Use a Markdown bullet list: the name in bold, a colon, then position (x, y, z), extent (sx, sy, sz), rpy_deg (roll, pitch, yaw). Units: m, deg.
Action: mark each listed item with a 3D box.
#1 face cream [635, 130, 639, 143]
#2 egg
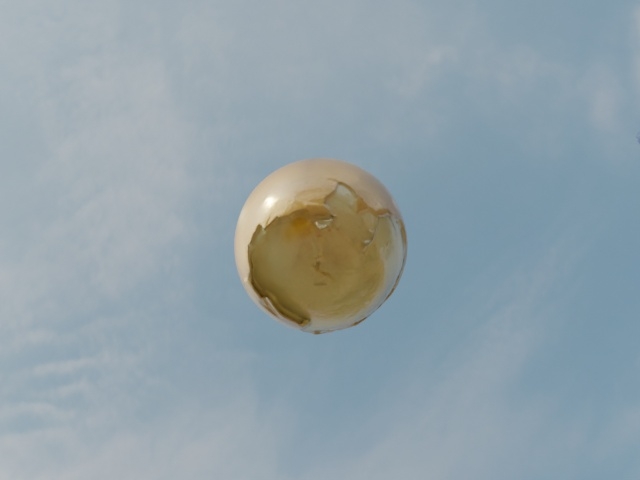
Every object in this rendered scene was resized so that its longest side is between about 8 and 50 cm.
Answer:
- **face cream**: position (0.562, -0.122, 1.086), extent (0.249, 0.249, 0.225), rpy_deg (-38, -96, 9)
- **egg**: position (0.000, 0.000, 1.025), extent (0.201, 0.244, 0.201), rpy_deg (-1, -75, -3)
